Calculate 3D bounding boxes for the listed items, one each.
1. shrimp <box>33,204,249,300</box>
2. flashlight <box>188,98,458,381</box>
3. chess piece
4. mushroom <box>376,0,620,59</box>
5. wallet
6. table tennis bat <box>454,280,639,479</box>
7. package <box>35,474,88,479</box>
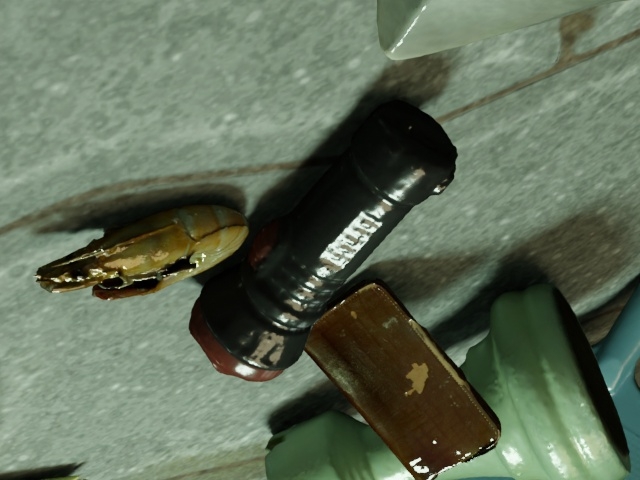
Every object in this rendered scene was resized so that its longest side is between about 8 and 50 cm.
[{"bbox_3d":[-0.122,0.012,1.027,0.162,0.045,0.095,-16,172,-31],"label":"shrimp"},{"bbox_3d":[0.000,0.000,1.058,0.093,0.093,0.232,2,138,-44],"label":"flashlight"},{"bbox_3d":[0.106,0.176,1.367,0.299,0.195,0.194,-24,154,13],"label":"chess piece"},{"bbox_3d":[0.224,-0.184,0.884,0.397,0.126,0.177,-7,157,-35],"label":"mushroom"},{"bbox_3d":[0.065,0.115,1.250,0.095,0.176,0.026,-36,-167,21],"label":"wallet"},{"bbox_3d":[0.239,0.183,1.489,0.329,0.215,0.044,-58,176,6],"label":"table tennis bat"},{"bbox_3d":[-0.266,0.232,1.283,0.120,0.031,0.108,1,143,-43],"label":"package"}]
